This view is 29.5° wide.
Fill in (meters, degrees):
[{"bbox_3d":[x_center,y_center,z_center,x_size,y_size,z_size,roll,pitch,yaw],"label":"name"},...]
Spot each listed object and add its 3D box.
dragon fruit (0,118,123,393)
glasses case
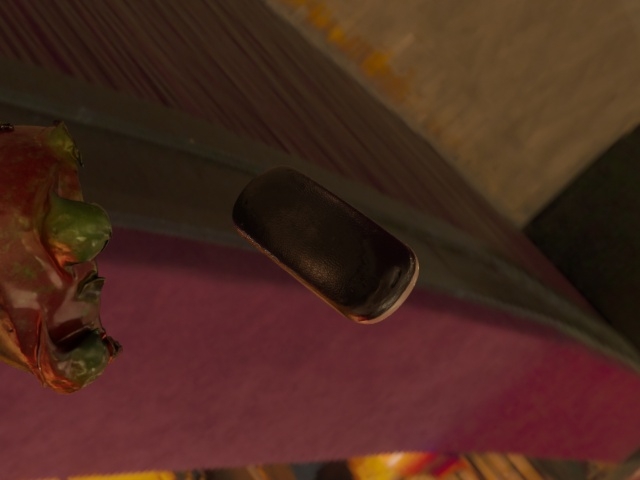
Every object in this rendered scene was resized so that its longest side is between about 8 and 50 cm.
[{"bbox_3d":[-0.260,0.010,1.083,0.130,0.268,0.295,-12,171,-17],"label":"dragon fruit"},{"bbox_3d":[0.000,0.000,1.584,0.122,0.314,0.075,-51,140,-5],"label":"glasses case"}]
